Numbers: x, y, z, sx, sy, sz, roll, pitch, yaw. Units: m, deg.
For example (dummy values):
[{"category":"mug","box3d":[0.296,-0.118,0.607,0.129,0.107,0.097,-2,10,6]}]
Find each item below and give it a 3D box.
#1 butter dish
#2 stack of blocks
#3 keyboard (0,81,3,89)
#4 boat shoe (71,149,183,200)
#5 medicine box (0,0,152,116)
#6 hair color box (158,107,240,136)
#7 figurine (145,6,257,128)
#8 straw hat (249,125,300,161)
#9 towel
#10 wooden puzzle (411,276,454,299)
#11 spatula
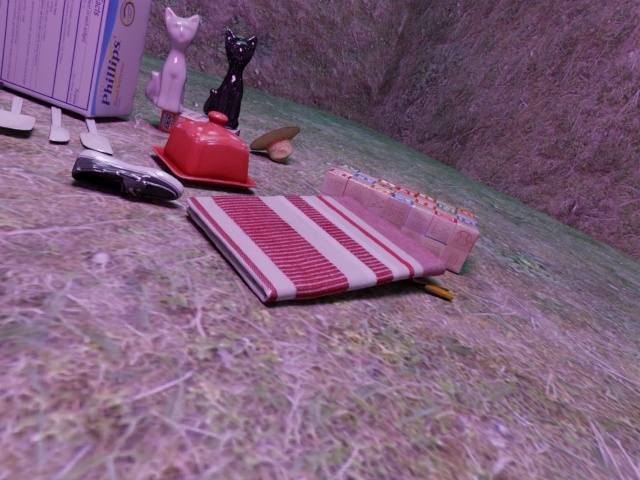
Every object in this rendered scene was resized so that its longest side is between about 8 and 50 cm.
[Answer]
[{"category":"butter dish","box3d":[-0.197,-0.172,0.793,0.160,0.118,0.160,3,27,-42]},{"category":"stack of blocks","box3d":[0.154,-0.056,0.886,0.297,0.087,0.171,24,20,9]},{"category":"keyboard","box3d":[-0.653,-0.279,0.761,0.108,0.023,0.180,20,19,16]},{"category":"boat shoe","box3d":[-0.262,-0.078,0.602,0.142,0.049,0.040,18,53,-14]},{"category":"medicine box","box3d":[-0.524,-0.420,0.883,0.289,0.263,0.149,20,17,2]},{"category":"hair color box","box3d":[-0.284,-0.266,1.051,0.167,0.053,0.093,20,21,-6]},{"category":"figurine","box3d":[-0.264,-0.385,0.991,0.215,0.209,0.092,10,24,-27]},{"category":"straw hat","box3d":[-0.104,-0.235,1.131,0.144,0.144,0.061,-19,86,-61]},{"category":"towel","box3d":[0.000,0.000,0.645,0.329,0.037,0.237,-4,33,-41]},{"category":"wooden puzzle","box3d":[0.165,0.058,0.711,0.078,0.014,0.116,21,19,-13]},{"category":"spatula","box3d":[-0.466,-0.211,0.774,0.168,0.019,0.242,6,25,-35]}]
